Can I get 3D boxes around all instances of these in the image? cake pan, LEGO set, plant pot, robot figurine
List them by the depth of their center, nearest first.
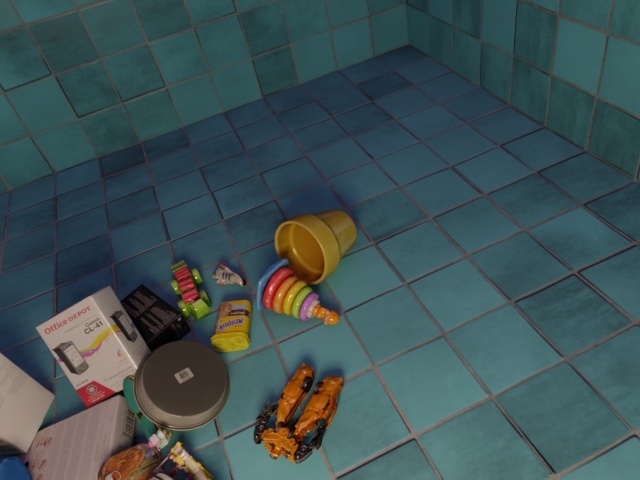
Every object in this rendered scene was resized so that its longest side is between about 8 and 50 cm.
[{"bbox_3d":[-0.366,0.645,1.390,0.287,0.132,0.107,32,68,32],"label":"LEGO set"},{"bbox_3d":[-0.057,0.501,1.481,0.210,0.085,0.291,14,48,28],"label":"robot figurine"},{"bbox_3d":[-0.417,0.428,1.581,0.293,0.054,0.293,14,45,-14],"label":"cake pan"},{"bbox_3d":[0.000,0.000,1.907,0.253,0.254,0.239,22,38,34],"label":"plant pot"}]

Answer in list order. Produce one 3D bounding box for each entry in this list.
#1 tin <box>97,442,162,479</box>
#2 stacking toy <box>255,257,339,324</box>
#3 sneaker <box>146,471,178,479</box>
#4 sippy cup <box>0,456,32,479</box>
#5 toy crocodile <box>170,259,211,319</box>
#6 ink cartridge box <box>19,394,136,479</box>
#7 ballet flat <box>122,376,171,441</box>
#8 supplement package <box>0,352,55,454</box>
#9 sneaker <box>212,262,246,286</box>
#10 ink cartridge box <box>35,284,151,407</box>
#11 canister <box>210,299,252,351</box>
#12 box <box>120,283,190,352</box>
[{"bbox_3d":[-0.520,0.630,1.418,0.040,0.189,0.106,-45,70,22],"label":"tin"},{"bbox_3d":[-0.064,0.209,1.771,0.301,0.166,0.175,25,43,22],"label":"stacking toy"},{"bbox_3d":[-0.390,0.749,1.176,0.257,0.169,0.447,-6,34,-36],"label":"sneaker"},{"bbox_3d":[-0.921,0.700,1.389,0.223,0.240,0.306,-20,86,-3],"label":"sippy cup"},{"bbox_3d":[-0.494,0.179,1.938,0.115,0.105,0.341,-25,42,-12],"label":"toy crocodile"},{"bbox_3d":[-0.732,0.669,1.517,0.384,0.091,0.308,-27,41,12],"label":"ink cartridge box"},{"bbox_3d":[-0.519,0.512,1.564,0.077,0.077,0.231,-44,68,21],"label":"ballet flat"},{"bbox_3d":[-1.019,0.508,1.591,0.197,0.263,0.199,-12,41,17],"label":"supplement package"},{"bbox_3d":[-0.351,0.151,1.976,0.161,0.057,0.075,29,74,36],"label":"sneaker"},{"bbox_3d":[-0.705,0.335,1.641,0.226,0.306,0.131,-29,8,7],"label":"ink cartridge box"},{"bbox_3d":[-0.302,0.292,1.787,0.126,0.073,0.170,-8,41,7],"label":"canister"},{"bbox_3d":[-0.625,0.295,1.851,0.261,0.103,0.184,26,53,35],"label":"box"}]
